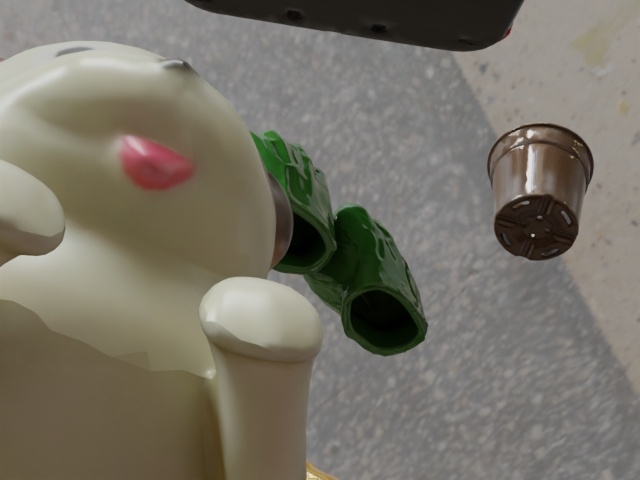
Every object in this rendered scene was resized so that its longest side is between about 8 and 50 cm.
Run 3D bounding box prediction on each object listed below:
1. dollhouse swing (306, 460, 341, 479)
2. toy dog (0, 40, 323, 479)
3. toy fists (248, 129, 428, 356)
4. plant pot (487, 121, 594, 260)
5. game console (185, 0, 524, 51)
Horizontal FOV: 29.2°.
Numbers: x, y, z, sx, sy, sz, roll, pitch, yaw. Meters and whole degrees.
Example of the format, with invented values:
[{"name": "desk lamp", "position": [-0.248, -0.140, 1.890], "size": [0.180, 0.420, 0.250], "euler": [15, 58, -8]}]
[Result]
[{"name": "dollhouse swing", "position": [0.019, 0.349, 0.811], "size": [0.347, 0.315, 0.305], "euler": [19, 72, 49]}, {"name": "toy dog", "position": [-0.135, 0.087, 0.637], "size": [0.284, 0.395, 0.408], "euler": [16, 70, -8]}, {"name": "toy fists", "position": [0.000, 0.000, 1.227], "size": [0.096, 0.279, 0.142], "euler": [-36, 34, 21]}, {"name": "plant pot", "position": [0.333, -0.067, 1.875], "size": [0.167, 0.167, 0.165], "euler": [13, 40, 1]}, {"name": "game console", "position": [0.032, -0.303, 1.224], "size": [0.386, 0.342, 0.060], "euler": [8, 72, -3]}]
